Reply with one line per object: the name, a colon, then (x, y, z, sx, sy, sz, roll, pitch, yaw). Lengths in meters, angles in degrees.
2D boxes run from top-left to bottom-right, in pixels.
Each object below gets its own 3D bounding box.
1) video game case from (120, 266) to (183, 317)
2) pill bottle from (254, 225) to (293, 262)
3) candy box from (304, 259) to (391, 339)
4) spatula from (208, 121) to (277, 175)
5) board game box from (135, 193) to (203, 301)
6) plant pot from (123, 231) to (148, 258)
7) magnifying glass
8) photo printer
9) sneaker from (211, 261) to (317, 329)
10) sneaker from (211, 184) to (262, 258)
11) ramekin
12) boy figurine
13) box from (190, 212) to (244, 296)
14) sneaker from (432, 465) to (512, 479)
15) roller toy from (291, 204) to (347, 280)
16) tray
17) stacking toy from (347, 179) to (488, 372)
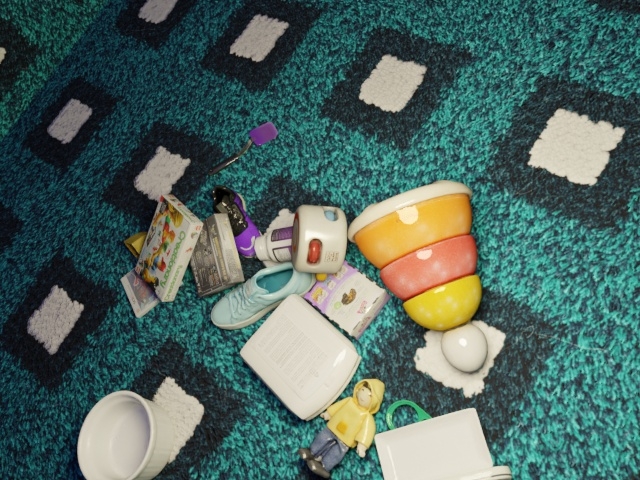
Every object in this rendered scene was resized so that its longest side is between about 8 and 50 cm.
video game case: (-0.595, 0.143, 2.061, 0.201, 0.023, 0.183, -38, 57, 4)
pill bottle: (-0.103, 0.011, 1.842, 0.194, 0.108, 0.108, -9, 64, 21)
candy box: (0.079, 0.165, 1.711, 0.196, 0.070, 0.164, 37, 86, 33)
spatula: (-0.285, -0.324, 2.124, 0.296, 0.030, 0.084, -37, 60, 6)
board game box: (-0.508, 0.025, 1.953, 0.193, 0.053, 0.305, 39, 114, 33)
plant pot: (-0.634, 0.013, 2.098, 0.083, 0.081, 0.082, -45, 32, -26)
magnifying glass: (0.280, 0.473, 1.508, 0.231, 0.026, 0.092, 6, 70, 29)
photo printer: (-0.051, 0.334, 1.669, 0.308, 0.107, 0.256, 37, 85, 34)
sneaker: (-0.199, 0.153, 1.797, 0.366, 0.150, 0.135, -28, 58, 11)
sneaker: (-0.292, -0.071, 1.944, 0.102, 0.146, 0.293, -35, 57, 6)
ramekin: (-0.580, 0.606, 1.778, 0.277, 0.135, 0.277, -10, 63, 21)
boy figurine: (0.075, 0.490, 1.549, 0.285, 0.092, 0.177, -49, 42, 1)
box: (-0.347, 0.049, 1.894, 0.183, 0.056, 0.230, -25, 76, 38)
sneaker: (0.298, 0.623, 1.368, 0.321, 0.126, 0.127, -19, 57, 16)
roller toy: (0.000, 0.000, 1.662, 0.146, 0.191, 0.209, 4, 73, -10)
tray: (0.277, 0.522, 1.456, 0.271, 0.030, 0.145, -22, 61, 17)
stacking toy: (0.299, 0.115, 1.540, 0.351, 0.351, 0.479, -21, 77, 15)
